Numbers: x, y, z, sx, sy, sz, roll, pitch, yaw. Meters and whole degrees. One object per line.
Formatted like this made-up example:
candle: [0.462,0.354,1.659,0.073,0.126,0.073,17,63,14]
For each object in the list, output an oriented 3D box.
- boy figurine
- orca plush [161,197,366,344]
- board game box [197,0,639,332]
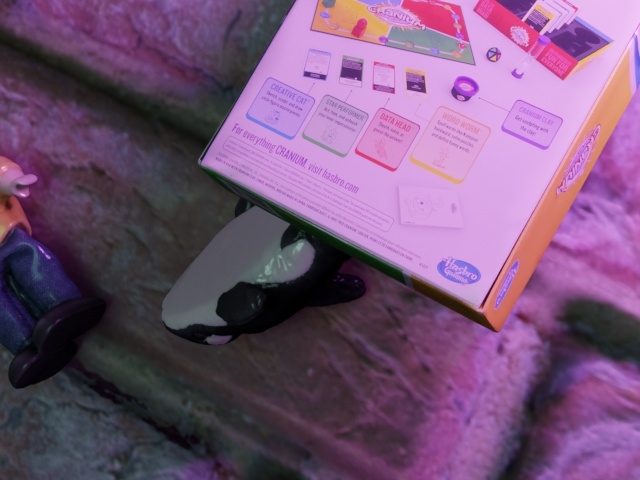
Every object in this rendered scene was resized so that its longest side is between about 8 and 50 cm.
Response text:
boy figurine: [-0.315,-0.009,1.394,0.285,0.092,0.177,46,118,13]
orca plush: [0.000,0.000,1.242,0.287,0.102,0.151,-49,28,15]
board game box: [0.095,-0.129,1.093,0.242,0.064,0.316,29,85,23]
